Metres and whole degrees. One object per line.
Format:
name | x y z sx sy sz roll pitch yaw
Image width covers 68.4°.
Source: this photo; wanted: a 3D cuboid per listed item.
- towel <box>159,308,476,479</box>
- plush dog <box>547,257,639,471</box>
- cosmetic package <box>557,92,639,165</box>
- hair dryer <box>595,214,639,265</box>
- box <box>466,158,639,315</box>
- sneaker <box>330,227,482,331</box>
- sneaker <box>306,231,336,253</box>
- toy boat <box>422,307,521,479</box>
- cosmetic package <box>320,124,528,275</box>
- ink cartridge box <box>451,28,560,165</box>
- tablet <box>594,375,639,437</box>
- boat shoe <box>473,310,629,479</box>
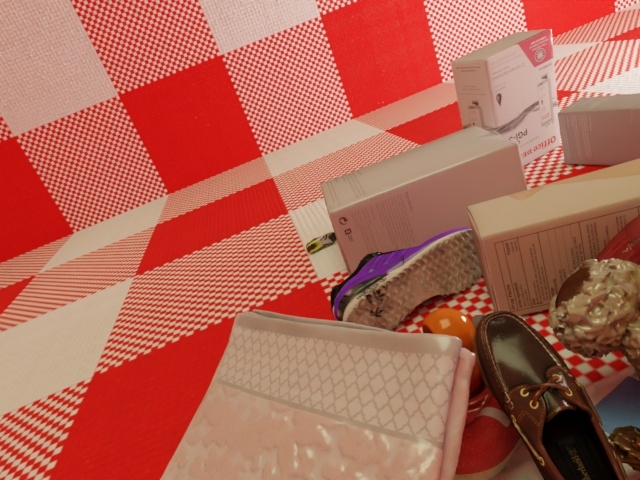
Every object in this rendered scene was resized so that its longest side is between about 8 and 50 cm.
towel | -0.035 0.226 0.466 0.331 0.053 0.317 -2 57 43
plush dog | 0.366 0.117 0.403 0.262 0.210 0.226 -31 30 39
cosmetic package | 0.620 -0.224 0.952 0.107 0.127 0.237 -32 26 -25
hair dryer | 0.432 0.030 0.538 0.293 0.223 0.080 -26 41 30
box | 0.382 -0.009 0.661 0.310 0.148 0.121 -14 23 14
sneaker | 0.140 0.049 0.798 0.293 0.102 0.146 -27 22 -12
sneaker | 0.000 0.000 1.121 0.083 0.031 0.035 -26 22 -10
toy boat | 0.148 0.143 0.517 0.150 0.151 0.231 4 33 46
cosmetic package | 0.206 -0.095 0.998 0.384 0.156 0.217 -19 23 4
ink cartridge box | 0.448 -0.322 1.122 0.207 0.283 0.117 -29 27 -16
tablet | 0.318 0.175 0.485 0.083 0.006 0.054 -29 23 -19
boat shoe | 0.202 0.150 0.407 0.073 0.073 0.207 -26 63 1
